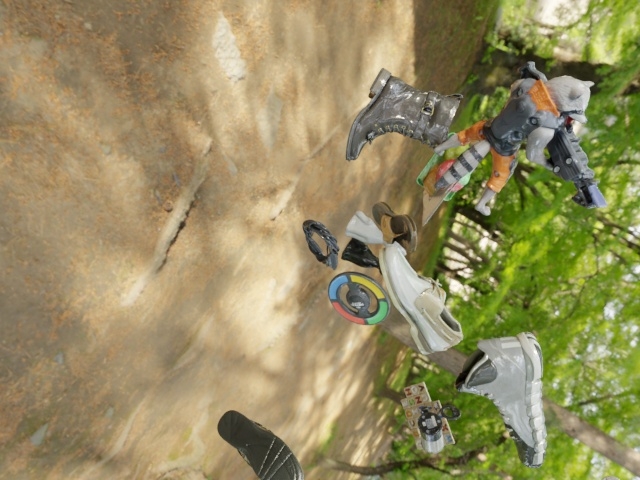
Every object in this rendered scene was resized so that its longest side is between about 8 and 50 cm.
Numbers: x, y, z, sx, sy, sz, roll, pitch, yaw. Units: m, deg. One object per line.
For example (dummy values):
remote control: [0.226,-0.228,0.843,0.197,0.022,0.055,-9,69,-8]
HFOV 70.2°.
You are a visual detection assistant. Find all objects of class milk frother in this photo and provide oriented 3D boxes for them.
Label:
milk frother: [0.419,0.656,1.596,0.129,0.143,0.135,-74,155,-47]

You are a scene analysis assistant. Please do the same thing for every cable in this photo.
cable: [0.000,0.000,1.364,0.047,0.150,0.184,-33,140,-16]

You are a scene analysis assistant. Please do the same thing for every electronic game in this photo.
electronic game: [0.131,0.203,1.580,0.048,0.229,0.229,-52,162,-48]

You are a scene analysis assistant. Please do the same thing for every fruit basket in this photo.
fruit basket: [0.479,-0.236,1.654,0.327,0.165,0.353,-57,-172,29]

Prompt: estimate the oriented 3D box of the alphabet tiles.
alphabet tiles: [0.406,0.683,1.781,0.009,0.237,0.198,-3,155,-37]

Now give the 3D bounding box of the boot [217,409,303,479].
boot: [-0.112,0.485,1.033,0.085,0.236,0.179,-52,148,-19]

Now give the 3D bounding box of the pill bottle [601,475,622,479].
pill bottle: [0.817,0.686,1.238,0.116,0.065,0.065,32,92,-30]

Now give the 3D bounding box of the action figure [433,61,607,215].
action figure: [0.406,-0.181,0.923,0.178,0.341,0.330,-6,152,-34]

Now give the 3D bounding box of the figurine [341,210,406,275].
figurine: [0.187,0.025,1.524,0.092,0.209,0.215,-50,158,-34]

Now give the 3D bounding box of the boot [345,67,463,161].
boot: [0.202,-0.276,1.124,0.263,0.229,0.091,-63,179,14]

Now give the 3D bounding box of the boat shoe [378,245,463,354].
boat shoe: [0.225,0.125,1.010,0.302,0.103,0.113,58,25,-28]

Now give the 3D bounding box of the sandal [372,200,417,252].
sandal: [0.164,-0.033,1.083,0.060,0.219,0.090,-17,121,-14]

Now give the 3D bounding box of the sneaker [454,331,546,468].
sneaker: [0.290,0.261,0.748,0.086,0.132,0.229,-39,124,-76]
